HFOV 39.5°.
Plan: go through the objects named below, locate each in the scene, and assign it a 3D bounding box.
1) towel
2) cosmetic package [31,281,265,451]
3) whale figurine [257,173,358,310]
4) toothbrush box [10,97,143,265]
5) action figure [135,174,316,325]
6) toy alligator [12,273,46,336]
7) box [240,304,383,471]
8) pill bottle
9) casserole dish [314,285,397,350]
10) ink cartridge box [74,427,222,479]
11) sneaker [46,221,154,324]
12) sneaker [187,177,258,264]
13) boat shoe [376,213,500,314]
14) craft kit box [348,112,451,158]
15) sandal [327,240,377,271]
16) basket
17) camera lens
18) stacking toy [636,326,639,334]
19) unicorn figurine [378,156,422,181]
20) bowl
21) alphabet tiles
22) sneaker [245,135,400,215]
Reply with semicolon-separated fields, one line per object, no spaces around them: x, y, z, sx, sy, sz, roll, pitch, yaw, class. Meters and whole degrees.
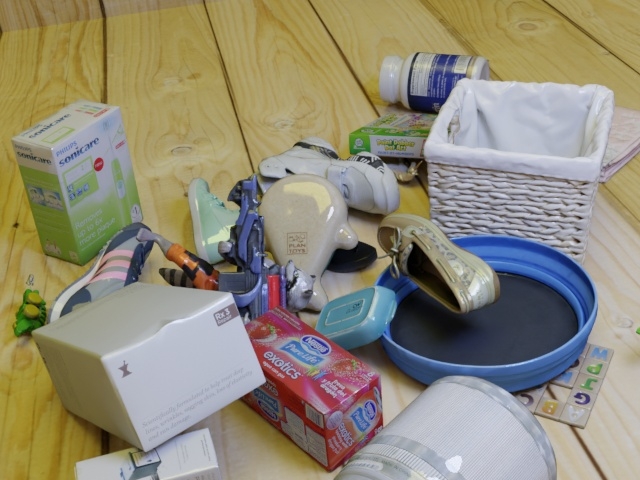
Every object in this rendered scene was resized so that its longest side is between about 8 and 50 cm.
0.604;-0.266;2.143;0.331;0.053;0.317;22;42;34;towel
-0.279;0.178;1.382;0.217;0.156;0.385;-26;15;-27;cosmetic package
-0.031;0.010;1.726;0.216;0.141;0.272;-4;74;9;whale figurine
-0.506;-0.125;1.882;0.122;0.283;0.206;14;37;27;toothbrush box
-0.165;0.049;1.614;0.330;0.341;0.178;8;1;11;action figure
-0.552;0.130;1.720;0.051;0.056;0.190;30;23;-24;toy alligator
-0.029;0.229;1.419;0.122;0.128;0.257;-29;40;-31;box
0.294;-0.410;2.312;0.264;0.153;0.153;10;36;21;pill bottle
0.053;0.134;1.543;0.188;0.037;0.114;-22;38;44;casserole dish
-0.232;0.357;1.245;0.190;0.140;0.082;-14;36;-12;ink cartridge box
-0.382;0.088;1.715;0.131;0.112;0.319;14;44;17;sneaker
-0.197;-0.052;1.896;0.151;0.094;0.256;-14;44;-3;sneaker
0.184;0.036;1.556;0.089;0.105;0.285;-25;36;-28;boat shoe
0.227;-0.249;2.104;0.246;0.061;0.250;3;20;25;craft kit box
-0.001;0.000;1.825;0.254;0.054;0.097;19;41;32;sandal
0.402;-0.139;1.787;0.331;0.266;0.328;7;35;19;basket
0.158;0.326;1.164;0.219;0.219;0.274;24;43;37;camera lens
0.644;0.148;1.418;0.221;0.052;0.167;-23;33;-22;stacking toy
0.171;-0.169;2.063;0.161;0.060;0.111;-12;32;20;unicorn figurine
0.283;0.124;1.564;0.391;0.077;0.391;-7;32;4;bowl
0.350;0.214;1.496;0.237;0.009;0.198;13;38;25;alphabet tiles
-0.004;-0.112;1.929;0.210;0.137;0.366;-27;34;-28;sneaker
